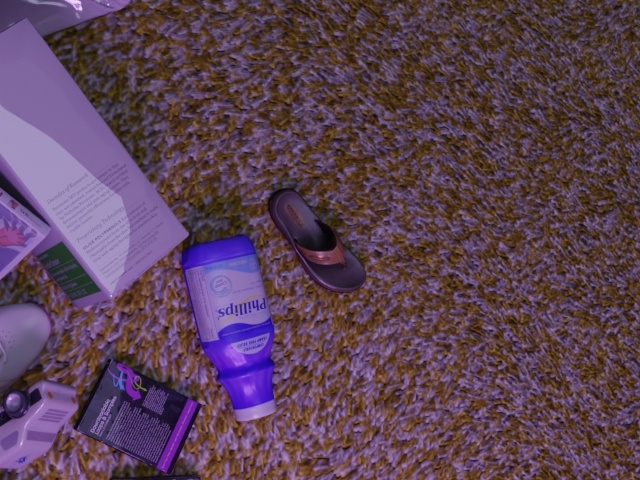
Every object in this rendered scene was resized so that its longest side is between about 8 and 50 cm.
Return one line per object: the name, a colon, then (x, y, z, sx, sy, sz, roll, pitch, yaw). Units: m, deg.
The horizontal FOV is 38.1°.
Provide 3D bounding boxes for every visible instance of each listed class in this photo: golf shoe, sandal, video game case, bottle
golf shoe: (-0.484, 0.177, 1.224, 0.306, 0.140, 0.115, -34, 97, -30)
sandal: (0.000, 0.000, 1.562, 0.090, 0.060, 0.219, -42, 103, -27)
video game case: (-0.478, -0.024, 1.226, 0.183, 0.201, 0.023, 41, 41, -17)
bottle: (-0.133, 0.137, 1.449, 0.118, 0.092, 0.283, -12, 88, -31)

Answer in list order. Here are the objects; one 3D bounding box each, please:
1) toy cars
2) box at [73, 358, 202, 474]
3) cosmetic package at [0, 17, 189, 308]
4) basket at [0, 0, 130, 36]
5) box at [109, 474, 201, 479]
toy cars: (-0.490, 0.291, 1.173, 0.393, 0.176, 0.087, -16, 63, -30)
box: (-0.272, 0.264, 1.390, 0.162, 0.029, 0.116, 33, 67, -22)
cosmetic package: (-0.373, -0.098, 1.294, 0.155, 0.197, 0.365, -43, 102, -27)
basket: (-0.408, -0.440, 1.253, 0.331, 0.328, 0.266, -28, 94, -29)
box: (-0.247, 0.400, 1.383, 0.137, 0.027, 0.094, 6, 81, -28)
